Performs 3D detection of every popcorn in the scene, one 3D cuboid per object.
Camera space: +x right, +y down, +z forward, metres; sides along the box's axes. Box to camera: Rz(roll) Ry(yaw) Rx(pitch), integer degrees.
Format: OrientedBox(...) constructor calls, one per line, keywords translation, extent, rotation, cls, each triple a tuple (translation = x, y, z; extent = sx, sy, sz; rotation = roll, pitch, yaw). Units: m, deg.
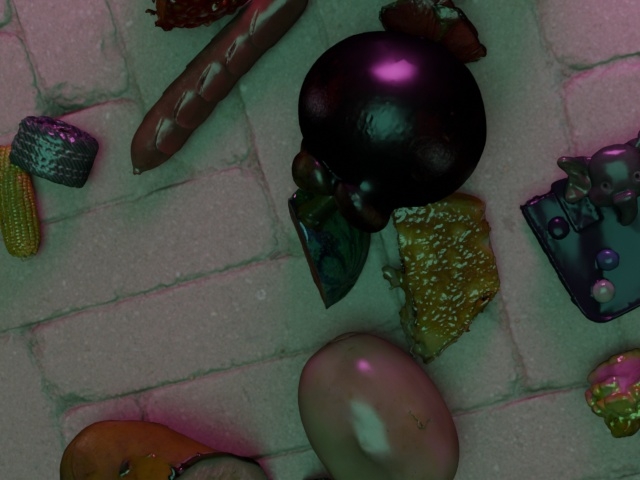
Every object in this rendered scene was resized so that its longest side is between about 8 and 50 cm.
OrientedBox(translation=(0.495, 0.239, 1.778), extent=(0.126, 0.145, 0.126), rotation=(-26, 90, 48), cls="popcorn")

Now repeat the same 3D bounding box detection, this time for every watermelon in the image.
OrientedBox(translation=(0.013, -0.003, 1.817), extent=(0.128, 0.146, 0.231), rotation=(-18, 94, 13), cls="watermelon")

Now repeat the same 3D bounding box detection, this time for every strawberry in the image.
OrientedBox(translation=(-0.185, -0.441, 1.763), extent=(0.178, 0.234, 0.233), rotation=(-4, 100, -12), cls="strawberry")

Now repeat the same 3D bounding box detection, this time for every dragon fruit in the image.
OrientedBox(translation=(0.175, -0.322, 1.747), extent=(0.127, 0.120, 0.161), rotation=(-35, 96, 19), cls="dragon fruit")

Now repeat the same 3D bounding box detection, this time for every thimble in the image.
OrientedBox(translation=(-0.447, -0.151, 1.890), extent=(0.135, 0.118, 0.090), rotation=(22, 100, -5), cls="thimble")

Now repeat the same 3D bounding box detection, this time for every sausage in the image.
OrientedBox(translation=(-0.175, -0.271, 1.839), extent=(0.088, 0.088, 0.433), rotation=(45, 104, 0), cls="sausage")

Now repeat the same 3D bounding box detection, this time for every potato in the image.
OrientedBox(translation=(-0.276, 0.471, 1.945), extent=(0.296, 0.290, 0.397), rotation=(12, 144, 36), cls="potato")

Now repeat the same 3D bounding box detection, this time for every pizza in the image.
OrientedBox(translation=(0.196, 0.059, 1.835), extent=(0.189, 0.071, 0.296), rotation=(-7, 102, -1), cls="pizza")

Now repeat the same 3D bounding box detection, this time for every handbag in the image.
OrientedBox(translation=(0.493, -0.050, 1.741), extent=(0.326, 0.118, 0.269), rotation=(-31, 92, 12), cls="handbag")

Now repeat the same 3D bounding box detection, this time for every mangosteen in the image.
OrientedBox(translation=(0.100, -0.163, 1.682), extent=(0.297, 0.297, 0.313), rotation=(18, 59, 7), cls="mangosteen")

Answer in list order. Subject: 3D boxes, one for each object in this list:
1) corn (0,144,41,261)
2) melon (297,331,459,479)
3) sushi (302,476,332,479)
OrientedBox(translation=(-0.527, -0.065, 1.948), extent=(0.067, 0.067, 0.206), rotation=(-6, 96, 11), cls="corn")
OrientedBox(translation=(0.095, 0.299, 1.819), extent=(0.223, 0.223, 0.317), rotation=(-33, 92, 14), cls="melon")
OrientedBox(translation=(0.027, 0.456, 1.876), extent=(0.139, 0.201, 0.031), rotation=(45, 70, 1), cls="sushi")
